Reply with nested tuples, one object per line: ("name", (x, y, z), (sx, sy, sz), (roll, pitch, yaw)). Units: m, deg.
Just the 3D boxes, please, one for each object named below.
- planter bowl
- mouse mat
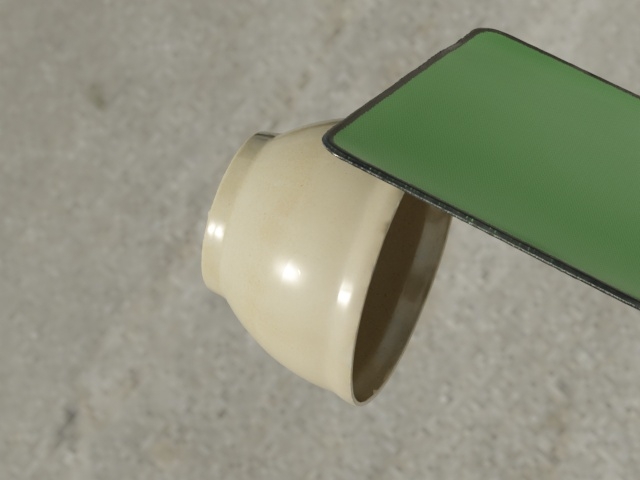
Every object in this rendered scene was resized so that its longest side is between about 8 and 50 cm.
("planter bowl", (0.000, 0.000, 1.042), (0.162, 0.109, 0.162), (18, -90, -75))
("mouse mat", (0.099, -0.033, 0.738), (0.189, 0.152, 0.007), (-38, -28, -59))
